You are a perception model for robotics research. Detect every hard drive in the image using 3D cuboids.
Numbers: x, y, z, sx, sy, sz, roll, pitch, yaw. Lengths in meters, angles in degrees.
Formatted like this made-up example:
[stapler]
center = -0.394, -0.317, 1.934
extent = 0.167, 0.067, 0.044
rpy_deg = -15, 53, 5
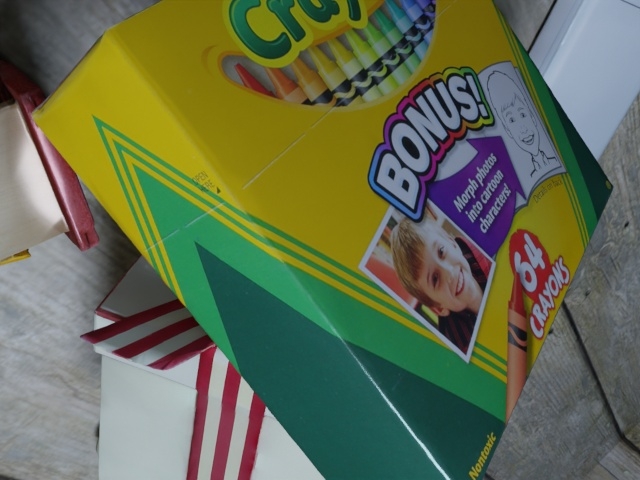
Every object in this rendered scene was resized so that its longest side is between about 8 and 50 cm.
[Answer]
[hard drive]
center = 0.320, -0.170, 1.009
extent = 0.233, 0.047, 0.353
rpy_deg = 0, 125, -43

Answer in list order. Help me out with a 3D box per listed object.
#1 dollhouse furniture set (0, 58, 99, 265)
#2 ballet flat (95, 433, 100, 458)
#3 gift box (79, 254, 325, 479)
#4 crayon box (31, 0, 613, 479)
[dollhouse furniture set]
center = -0.284, -0.134, 0.425
extent = 0.201, 0.152, 0.374
rpy_deg = -25, 121, -24
[ballet flat]
center = -0.141, 0.234, 0.918
extent = 0.248, 0.086, 0.086
rpy_deg = 21, 109, -43
[gift box]
center = -0.068, 0.095, 0.689
extent = 0.255, 0.276, 0.258
rpy_deg = -71, 176, -53
[crayon box]
center = 0.047, -0.058, 0.551
extent = 0.106, 0.313, 0.363
rpy_deg = -25, -163, 43
